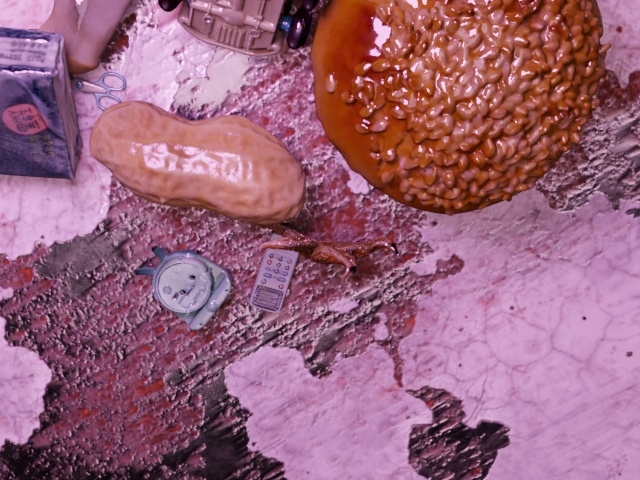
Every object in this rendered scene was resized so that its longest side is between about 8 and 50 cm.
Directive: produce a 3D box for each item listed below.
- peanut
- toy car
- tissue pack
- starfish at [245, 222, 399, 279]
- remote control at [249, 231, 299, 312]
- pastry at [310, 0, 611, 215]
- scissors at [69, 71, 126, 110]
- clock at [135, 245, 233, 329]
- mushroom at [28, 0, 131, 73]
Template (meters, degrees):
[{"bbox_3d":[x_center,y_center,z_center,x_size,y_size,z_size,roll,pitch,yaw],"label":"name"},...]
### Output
[{"bbox_3d":[-0.171,-0.110,1.340,0.313,0.149,0.149,11,105,0],"label":"peanut"},{"bbox_3d":[-0.089,-0.381,1.235,0.204,0.248,0.198,16,66,-7],"label":"toy car"},{"bbox_3d":[-0.492,-0.188,1.276,0.316,0.103,0.228,4,145,-3],"label":"tissue pack"},{"bbox_3d":[-0.001,0.008,1.375,0.238,0.213,0.056,12,98,31],"label":"starfish"},{"bbox_3d":[-0.068,0.049,1.443,0.053,0.018,0.124,18,103,-7],"label":"remote control"},{"bbox_3d":[0.185,-0.230,1.259,0.410,0.245,0.409,-1,105,-4],"label":"pastry"},{"bbox_3d":[-0.341,-0.221,1.363,0.119,0.014,0.058,12,104,-9],"label":"scissors"},{"bbox_3d":[-0.208,0.064,1.430,0.135,0.041,0.101,34,101,-10],"label":"clock"},{"bbox_3d":[-0.276,-0.364,1.273,0.159,0.122,0.328,32,103,1],"label":"mushroom"}]
